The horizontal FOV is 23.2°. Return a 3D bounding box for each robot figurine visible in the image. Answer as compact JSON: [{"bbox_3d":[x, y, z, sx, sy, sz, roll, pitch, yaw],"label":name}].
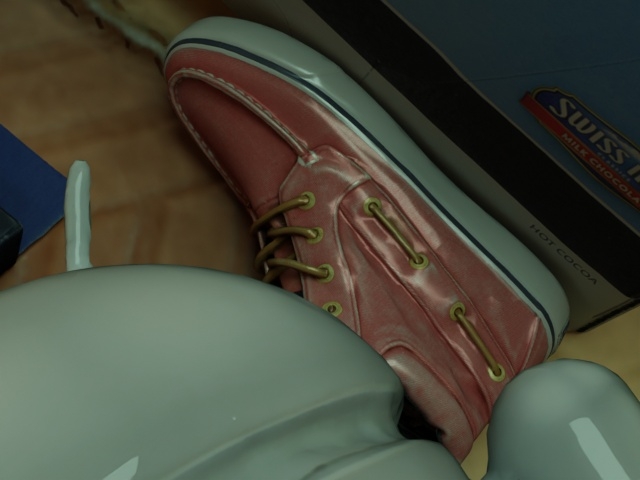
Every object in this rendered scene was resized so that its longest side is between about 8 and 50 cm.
[{"bbox_3d":[-0.019,0.151,0.379,0.300,0.200,0.353,-31,74,-14],"label":"robot figurine"}]

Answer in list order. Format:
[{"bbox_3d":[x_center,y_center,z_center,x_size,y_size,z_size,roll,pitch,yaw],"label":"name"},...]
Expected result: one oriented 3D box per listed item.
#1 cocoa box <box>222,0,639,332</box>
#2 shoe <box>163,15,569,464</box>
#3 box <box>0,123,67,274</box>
[{"bbox_3d":[0.073,-0.182,0.525,0.347,0.228,0.231,44,67,-1],"label":"cocoa box"},{"bbox_3d":[0.000,0.000,0.543,0.178,0.063,0.081,41,55,2],"label":"shoe"},{"bbox_3d":[-0.198,0.007,0.501,0.136,0.036,0.225,39,58,6],"label":"box"}]
